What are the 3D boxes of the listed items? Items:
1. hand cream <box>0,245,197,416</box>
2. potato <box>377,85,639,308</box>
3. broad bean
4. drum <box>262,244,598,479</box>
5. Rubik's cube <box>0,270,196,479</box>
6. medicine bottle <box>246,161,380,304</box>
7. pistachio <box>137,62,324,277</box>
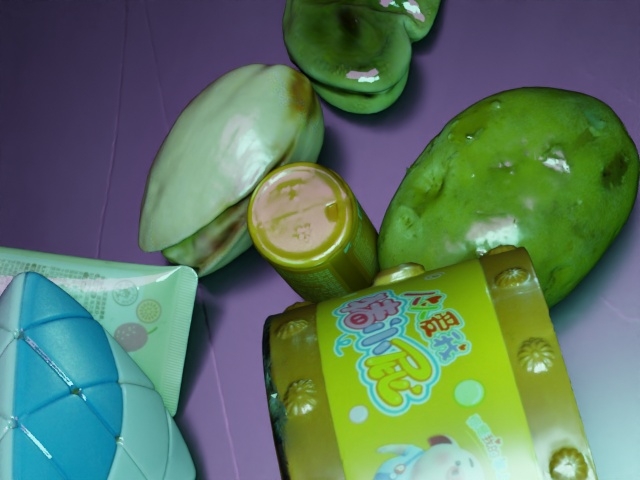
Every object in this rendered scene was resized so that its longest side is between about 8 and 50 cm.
[{"bbox_3d":[-0.268,0.064,1.698,0.306,0.093,0.147,13,102,12],"label":"hand cream"},{"bbox_3d":[0.164,-0.027,1.615,0.253,0.148,0.186,-31,61,-3],"label":"potato"},{"bbox_3d":[0.039,-0.219,1.737,0.153,0.072,0.206,1,64,7],"label":"broad bean"},{"bbox_3d":[0.116,0.227,1.423,0.214,0.431,0.431,-17,73,5],"label":"drum"},{"bbox_3d":[-0.216,0.199,1.591,0.254,0.254,0.254,-3,75,10],"label":"Rubik's cube"},{"bbox_3d":[0.000,0.000,1.615,0.096,0.192,0.096,-3,76,11],"label":"medicine bottle"},{"bbox_3d":[-0.081,-0.066,1.675,0.144,0.144,0.215,33,94,16],"label":"pistachio"}]
